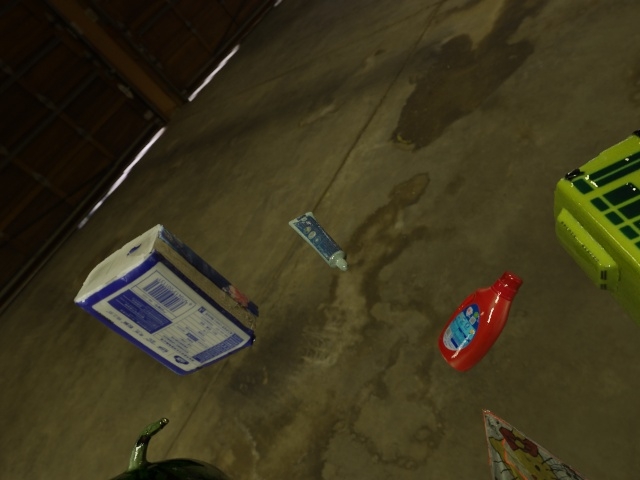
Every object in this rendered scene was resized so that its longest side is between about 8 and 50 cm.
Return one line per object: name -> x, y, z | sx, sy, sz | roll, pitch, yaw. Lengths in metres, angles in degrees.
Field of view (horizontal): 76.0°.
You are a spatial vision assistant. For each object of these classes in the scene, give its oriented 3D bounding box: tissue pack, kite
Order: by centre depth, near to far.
kite -> 0.186, 0.226, 0.272 | 0.006, 0.198, 0.244 | -23, 65, -26
tissue pack -> -0.274, 0.118, 0.777 | 0.209, 0.270, 0.137 | -29, 32, 23

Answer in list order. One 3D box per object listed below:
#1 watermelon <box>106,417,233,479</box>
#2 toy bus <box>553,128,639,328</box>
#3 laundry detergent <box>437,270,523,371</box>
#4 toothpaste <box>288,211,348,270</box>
watermelon -> -0.137, 0.265, 0.320 | 0.187, 0.188, 0.215 | -29, 69, 22
toy bus -> 0.367, 0.014, 0.423 | 0.149, 0.128, 0.262 | -27, 45, 11
laundry detergent -> 0.242, 0.113, 0.618 | 0.166, 0.049, 0.097 | -62, 16, 22
toothpaste -> 0.000, 0.000, 0.777 | 0.057, 0.035, 0.197 | -27, 40, -13
